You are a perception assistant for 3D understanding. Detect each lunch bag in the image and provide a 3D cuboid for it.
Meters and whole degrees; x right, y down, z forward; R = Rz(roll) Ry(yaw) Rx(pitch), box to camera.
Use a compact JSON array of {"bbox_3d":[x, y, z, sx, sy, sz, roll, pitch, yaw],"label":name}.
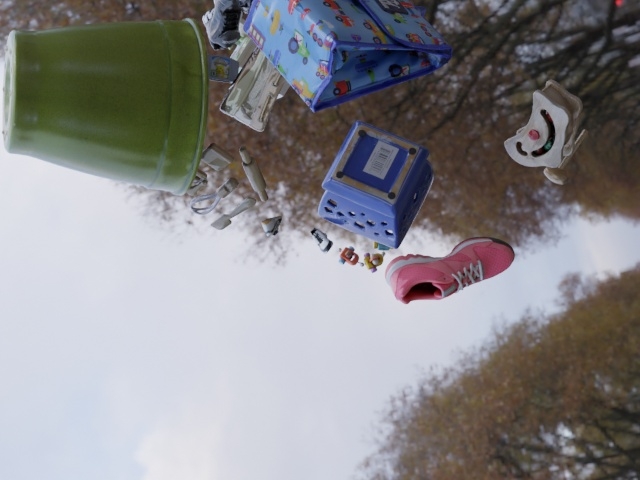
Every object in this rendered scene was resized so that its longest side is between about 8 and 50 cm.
[{"bbox_3d":[0.062,-0.347,1.409,0.293,0.138,0.221,-16,-124,-34],"label":"lunch bag"}]

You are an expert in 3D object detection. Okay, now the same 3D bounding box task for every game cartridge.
[{"bbox_3d":[-0.219,-0.373,1.870,0.017,0.083,0.056,154,120,-71],"label":"game cartridge"}]

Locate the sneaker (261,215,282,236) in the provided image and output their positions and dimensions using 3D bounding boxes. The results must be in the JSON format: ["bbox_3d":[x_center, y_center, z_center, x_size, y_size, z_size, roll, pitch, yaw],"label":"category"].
[{"bbox_3d":[-0.099,-0.028,1.775,0.083,0.032,0.037,-33,-73,-69],"label":"sneaker"}]

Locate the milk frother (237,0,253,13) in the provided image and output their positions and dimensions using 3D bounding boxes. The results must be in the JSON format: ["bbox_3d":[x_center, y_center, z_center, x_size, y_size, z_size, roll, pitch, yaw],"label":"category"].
[{"bbox_3d":[-0.085,-0.471,1.457,0.129,0.135,0.143,-97,-3,-61],"label":"milk frother"}]

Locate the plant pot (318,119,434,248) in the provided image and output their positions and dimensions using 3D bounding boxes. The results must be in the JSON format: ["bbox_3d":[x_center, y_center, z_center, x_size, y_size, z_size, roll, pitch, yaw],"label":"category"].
[{"bbox_3d":[0.139,-0.150,2.147,0.236,0.236,0.212,-62,-13,-17],"label":"plant pot"}]

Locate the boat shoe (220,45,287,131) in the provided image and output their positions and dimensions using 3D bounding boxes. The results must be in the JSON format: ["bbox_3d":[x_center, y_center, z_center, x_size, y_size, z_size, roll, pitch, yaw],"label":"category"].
[{"bbox_3d":[-0.065,-0.354,1.632,0.110,0.341,0.121,32,-144,-11],"label":"boat shoe"}]

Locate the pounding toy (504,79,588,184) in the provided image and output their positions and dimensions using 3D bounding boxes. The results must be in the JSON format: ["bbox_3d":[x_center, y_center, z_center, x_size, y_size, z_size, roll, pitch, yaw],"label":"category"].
[{"bbox_3d":[0.565,-0.276,2.143,0.155,0.154,0.269,-39,-38,-36],"label":"pounding toy"}]

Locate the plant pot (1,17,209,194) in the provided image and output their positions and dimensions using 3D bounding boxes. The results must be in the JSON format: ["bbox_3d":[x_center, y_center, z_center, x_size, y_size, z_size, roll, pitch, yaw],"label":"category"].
[{"bbox_3d":[-0.446,-0.281,1.727,0.353,0.366,0.366,1,-111,-24],"label":"plant pot"}]

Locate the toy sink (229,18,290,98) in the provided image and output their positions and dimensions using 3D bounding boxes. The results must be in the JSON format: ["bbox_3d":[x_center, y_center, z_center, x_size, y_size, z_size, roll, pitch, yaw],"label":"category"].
[{"bbox_3d":[-0.195,-0.522,2.515,0.234,0.153,0.131,33,-98,-18],"label":"toy sink"}]

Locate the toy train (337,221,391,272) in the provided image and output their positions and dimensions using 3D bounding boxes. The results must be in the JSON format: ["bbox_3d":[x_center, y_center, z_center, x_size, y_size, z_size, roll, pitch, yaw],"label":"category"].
[{"bbox_3d":[0.132,0.017,2.408,0.125,0.166,0.046,39,162,12],"label":"toy train"}]

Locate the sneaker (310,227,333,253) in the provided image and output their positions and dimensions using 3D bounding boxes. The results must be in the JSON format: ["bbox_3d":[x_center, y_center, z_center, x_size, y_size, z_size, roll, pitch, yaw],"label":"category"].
[{"bbox_3d":[0.000,0.000,2.263,0.044,0.040,0.109,37,-175,-26],"label":"sneaker"}]

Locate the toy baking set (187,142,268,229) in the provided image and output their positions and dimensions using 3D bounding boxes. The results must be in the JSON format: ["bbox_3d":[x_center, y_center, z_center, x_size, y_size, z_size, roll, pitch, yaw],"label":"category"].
[{"bbox_3d":[-0.211,-0.118,1.846,0.256,0.197,0.030,62,-155,-48],"label":"toy baking set"}]

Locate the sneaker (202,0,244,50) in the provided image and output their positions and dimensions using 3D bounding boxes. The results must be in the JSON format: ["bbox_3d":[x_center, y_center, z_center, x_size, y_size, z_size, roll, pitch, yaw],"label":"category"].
[{"bbox_3d":[-0.209,-0.498,1.962,0.078,0.234,0.106,-9,-94,-22],"label":"sneaker"}]

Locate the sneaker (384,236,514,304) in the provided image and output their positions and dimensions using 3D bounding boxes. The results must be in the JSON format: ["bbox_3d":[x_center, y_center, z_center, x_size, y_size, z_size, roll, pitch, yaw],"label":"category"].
[{"bbox_3d":[0.315,0.090,2.051,0.136,0.314,0.116,-96,-10,-58],"label":"sneaker"}]
